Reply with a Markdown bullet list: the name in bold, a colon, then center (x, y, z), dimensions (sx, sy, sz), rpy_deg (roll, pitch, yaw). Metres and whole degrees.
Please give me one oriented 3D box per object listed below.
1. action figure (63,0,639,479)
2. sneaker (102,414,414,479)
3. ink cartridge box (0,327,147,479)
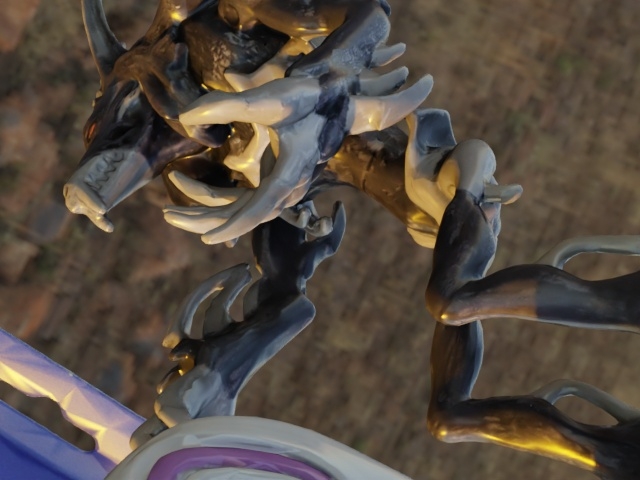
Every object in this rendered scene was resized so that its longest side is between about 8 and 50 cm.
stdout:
- **action figure**: center (0.000, 0.000, 0.493), dimensions (0.141, 0.275, 0.164), rpy_deg (-42, 148, -34)
- **sneaker**: center (0.026, 0.181, 0.383), dimensions (0.114, 0.305, 0.152), rpy_deg (-38, -172, -32)
- **ink cartridge box**: center (-0.174, 0.149, 0.770), dimensions (0.224, 0.223, 0.045), rpy_deg (-56, -176, 29)
